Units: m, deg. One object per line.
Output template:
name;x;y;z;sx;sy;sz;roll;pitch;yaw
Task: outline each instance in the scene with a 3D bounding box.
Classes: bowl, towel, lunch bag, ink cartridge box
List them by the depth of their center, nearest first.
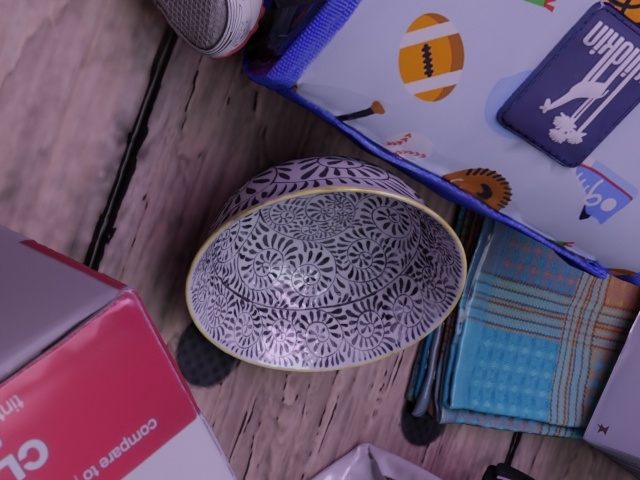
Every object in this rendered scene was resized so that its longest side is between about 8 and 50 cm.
ink cartridge box;-0.125;0.156;0.612;0.131;0.226;0.306;-35;116;-26
lunch bag;0.161;-0.198;0.741;0.327;0.239;0.386;27;85;-28
bowl;0.000;0.000;0.745;0.170;0.170;0.080;30;37;-36
towel;0.245;0.031;0.972;0.370;0.040;0.272;13;92;-37

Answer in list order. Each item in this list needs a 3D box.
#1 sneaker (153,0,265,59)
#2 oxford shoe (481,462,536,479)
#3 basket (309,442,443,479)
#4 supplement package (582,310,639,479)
sneaker;-0.111;-0.190;0.634;0.225;0.088;0.093;57;45;-20
oxford shoe;0.142;0.218;0.857;0.096;0.082;0.227;-55;157;-7
basket;0.016;0.233;0.801;0.167;0.113;0.103;-31;119;-27
supplement package;0.353;0.129;0.958;0.203;0.149;0.194;35;77;-38
